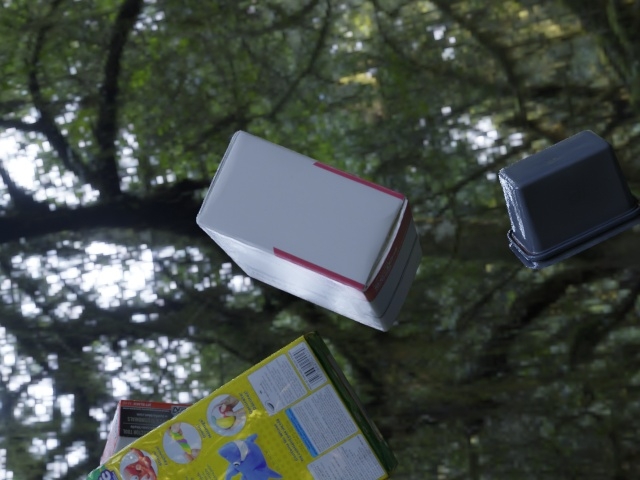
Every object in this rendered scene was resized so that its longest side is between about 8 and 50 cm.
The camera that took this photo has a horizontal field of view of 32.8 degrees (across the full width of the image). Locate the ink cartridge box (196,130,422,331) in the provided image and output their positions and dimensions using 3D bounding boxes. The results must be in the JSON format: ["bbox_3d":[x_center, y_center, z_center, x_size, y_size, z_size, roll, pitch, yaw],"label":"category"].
[{"bbox_3d":[0.000,0.000,1.261,0.283,0.207,0.117,59,-126,-74],"label":"ink cartridge box"}]

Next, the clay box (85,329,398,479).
[{"bbox_3d":[-0.066,0.183,0.861,0.127,0.222,0.053,59,-168,5],"label":"clay box"}]

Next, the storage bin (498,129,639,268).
[{"bbox_3d":[0.248,-0.050,1.107,0.098,0.135,0.091,-117,3,-64],"label":"storage bin"}]

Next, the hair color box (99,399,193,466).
[{"bbox_3d":[-0.206,0.255,1.282,0.093,0.167,0.053,7,-130,-17],"label":"hair color box"}]
